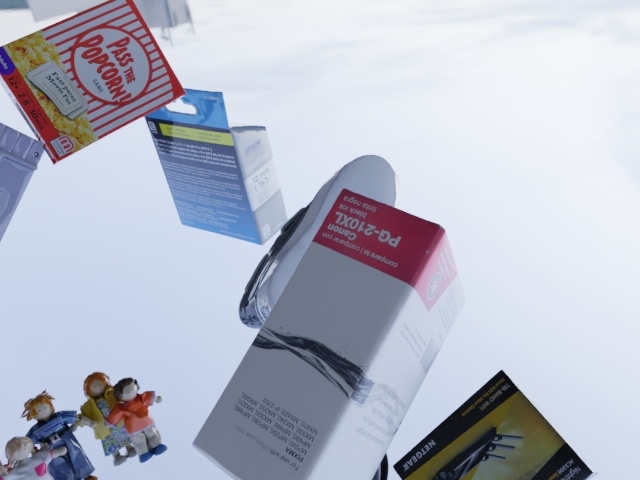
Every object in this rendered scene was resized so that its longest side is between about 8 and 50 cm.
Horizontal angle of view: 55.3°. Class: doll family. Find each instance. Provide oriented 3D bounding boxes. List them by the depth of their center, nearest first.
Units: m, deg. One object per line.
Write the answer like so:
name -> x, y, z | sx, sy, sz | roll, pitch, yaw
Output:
doll family -> -0.382, 0.302, 0.959 | 0.263, 0.163, 0.118 | -27, -168, -33

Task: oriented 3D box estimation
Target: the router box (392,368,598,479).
router box -> 0.333, 0.449, 1.196 | 0.309, 0.081, 0.243 | -46, -124, 9

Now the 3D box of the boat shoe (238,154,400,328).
boat shoe -> 0.000, 0.000, 0.796 | 0.102, 0.108, 0.301 | -16, -147, 51

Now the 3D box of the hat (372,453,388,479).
hat -> 0.094, 0.578, 1.523 | 0.133, 0.332, 0.331 | 5, -149, 26

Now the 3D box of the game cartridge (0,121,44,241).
game cartridge -> -0.800, -0.108, 1.382 | 0.068, 0.355, 0.230 | 20, 174, 33

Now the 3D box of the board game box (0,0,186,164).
board game box -> -0.294, -0.208, 0.782 | 0.193, 0.147, 0.045 | -37, -163, -24

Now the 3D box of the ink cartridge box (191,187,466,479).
ink cartridge box -> 0.022, 0.105, 0.522 | 0.100, 0.172, 0.237 | 24, -104, 27

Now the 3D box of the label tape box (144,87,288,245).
label tape box -> -0.224, -0.178, 1.292 | 0.249, 0.348, 0.115 | 14, -140, 32
